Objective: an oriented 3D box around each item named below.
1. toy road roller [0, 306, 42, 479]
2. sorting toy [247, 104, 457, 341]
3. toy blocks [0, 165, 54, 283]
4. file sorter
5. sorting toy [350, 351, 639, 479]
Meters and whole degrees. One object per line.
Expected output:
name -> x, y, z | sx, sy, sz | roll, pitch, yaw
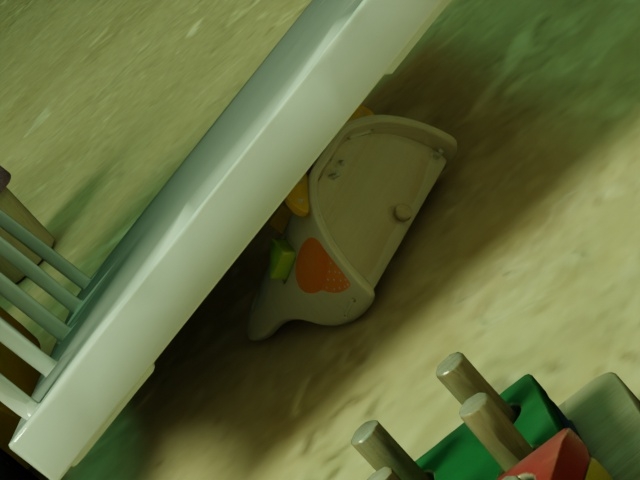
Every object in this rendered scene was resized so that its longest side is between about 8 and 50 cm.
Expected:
toy road roller -> -0.245, 0.086, 0.665 | 0.240, 0.202, 0.329 | -46, 18, 6
sorting toy -> 0.000, 0.000, 0.630 | 0.075, 0.045, 0.083 | -52, 5, 46
toy blocks -> -0.342, 0.013, 0.949 | 0.289, 0.260, 0.309 | -28, 21, 38
file sorter -> -0.087, -0.074, 0.640 | 0.193, 0.173, 0.277 | -51, 7, 3
sorting toy -> 0.021, 0.077, 0.364 | 0.274, 0.046, 0.132 | -39, 17, 8
